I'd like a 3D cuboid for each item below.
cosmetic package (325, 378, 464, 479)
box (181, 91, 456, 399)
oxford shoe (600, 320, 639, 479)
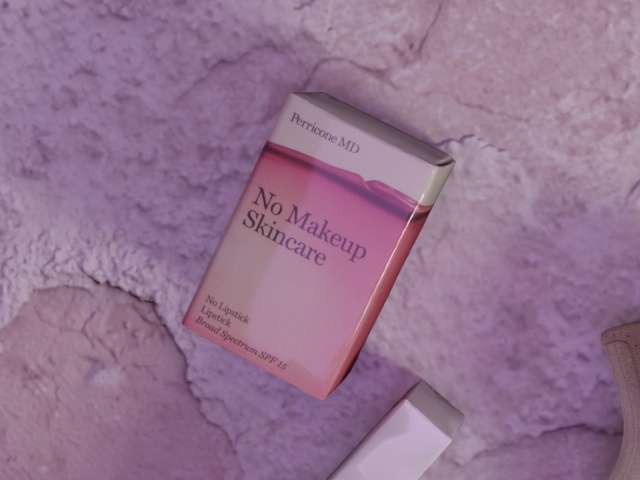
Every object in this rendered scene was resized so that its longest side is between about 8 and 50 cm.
[{"bbox_3d":[0.029,0.239,1.235,0.060,0.099,0.239,41,102,5],"label":"cosmetic package"},{"bbox_3d":[0.000,0.000,1.200,0.148,0.127,0.232,27,101,8],"label":"box"},{"bbox_3d":[0.317,0.258,1.169,0.146,0.140,0.397,-2,88,22],"label":"oxford shoe"}]
